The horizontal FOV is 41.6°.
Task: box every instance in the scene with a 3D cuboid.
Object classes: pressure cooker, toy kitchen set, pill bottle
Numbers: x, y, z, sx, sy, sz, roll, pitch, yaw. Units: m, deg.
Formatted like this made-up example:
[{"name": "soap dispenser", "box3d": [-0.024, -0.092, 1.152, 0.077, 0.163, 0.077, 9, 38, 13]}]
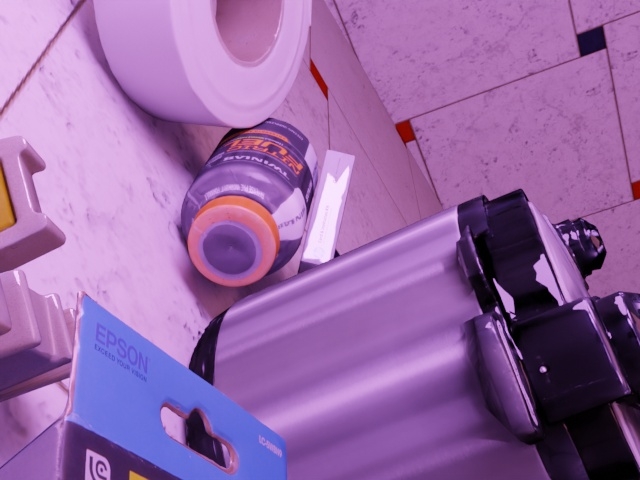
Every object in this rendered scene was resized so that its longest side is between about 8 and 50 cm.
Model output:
[{"name": "pressure cooker", "box3d": [0.134, 0.154, 0.769, 0.376, 0.420, 0.370, 59, 16, -24]}, {"name": "toy kitchen set", "box3d": [-0.222, 0.003, 0.452, 0.207, 0.122, 0.166, 86, -15, -73]}, {"name": "pill bottle", "box3d": [-0.075, -0.041, 0.917, 0.131, 0.130, 0.246, 60, 16, -19]}]

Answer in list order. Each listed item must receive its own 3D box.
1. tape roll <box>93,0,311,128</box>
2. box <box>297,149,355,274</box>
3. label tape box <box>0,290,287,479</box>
[{"name": "tape roll", "box3d": [-0.117, -0.268, 0.927, 0.286, 0.100, 0.286, -27, 121, -59]}, {"name": "box", "box3d": [0.000, 0.000, 1.019, 0.186, 0.038, 0.145, 107, -4, -66]}, {"name": "label tape box", "box3d": [-0.097, 0.232, 0.425, 0.241, 0.105, 0.334, 51, 23, -49]}]
